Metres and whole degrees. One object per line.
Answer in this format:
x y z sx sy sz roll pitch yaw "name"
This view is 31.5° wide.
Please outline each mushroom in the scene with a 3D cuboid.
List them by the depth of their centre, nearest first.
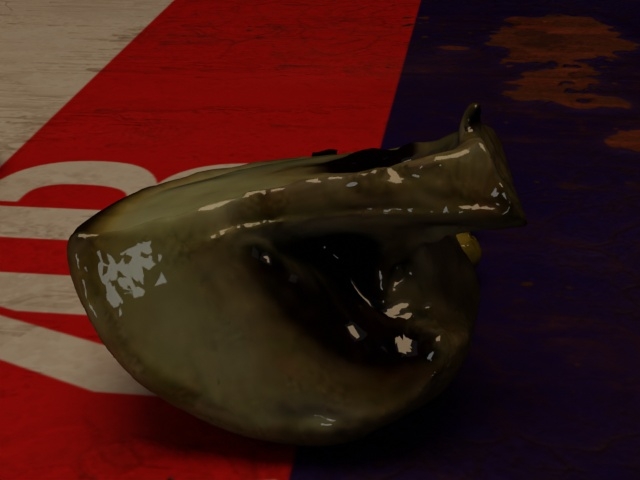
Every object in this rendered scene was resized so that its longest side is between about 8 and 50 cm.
0.005 0.020 0.811 0.292 0.212 0.217 -23 3 7 "mushroom"

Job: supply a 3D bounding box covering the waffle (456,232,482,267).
0.000 -0.002 0.994 0.291 0.051 0.291 0 24 0 "waffle"
